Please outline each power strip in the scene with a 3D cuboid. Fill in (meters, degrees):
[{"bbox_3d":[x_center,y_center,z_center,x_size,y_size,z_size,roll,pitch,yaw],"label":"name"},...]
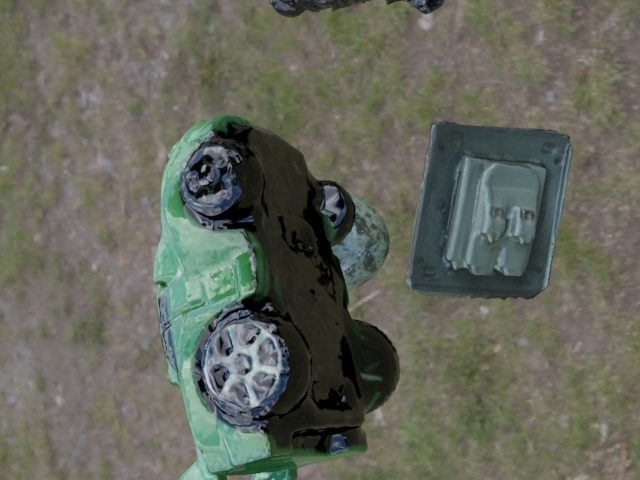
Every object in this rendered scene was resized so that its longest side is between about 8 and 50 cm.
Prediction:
[{"bbox_3d":[0.205,-0.027,1.230,0.064,0.198,0.213,-148,61,-63],"label":"power strip"}]

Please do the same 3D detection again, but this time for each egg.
[{"bbox_3d":[0.000,0.000,1.190,0.172,0.132,0.132,7,99,37],"label":"egg"}]

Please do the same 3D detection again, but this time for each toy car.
[{"bbox_3d":[-0.060,0.075,0.948,0.176,0.213,0.359,-21,74,23],"label":"toy car"}]

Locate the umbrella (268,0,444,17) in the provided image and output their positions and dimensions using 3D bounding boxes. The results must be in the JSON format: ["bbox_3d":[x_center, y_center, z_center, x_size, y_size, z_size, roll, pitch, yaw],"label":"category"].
[{"bbox_3d":[0.052,-0.307,1.225,0.357,0.106,0.113,-2,137,51],"label":"umbrella"}]
